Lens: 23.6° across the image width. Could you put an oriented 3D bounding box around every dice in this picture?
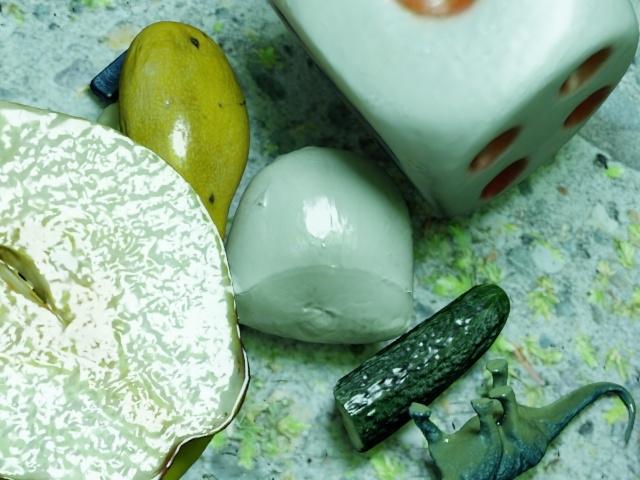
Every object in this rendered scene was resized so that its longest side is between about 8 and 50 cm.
[{"bbox_3d":[0.127,-0.223,1.523,0.277,0.304,0.304,-41,75,0],"label":"dice"}]

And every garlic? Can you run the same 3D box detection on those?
[{"bbox_3d":[-0.204,-0.106,1.560,0.041,0.053,0.083,-20,75,22],"label":"garlic"}]

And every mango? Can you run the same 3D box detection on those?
[{"bbox_3d":[-0.130,-0.107,1.516,0.109,0.157,0.262,-23,59,17],"label":"mango"}]

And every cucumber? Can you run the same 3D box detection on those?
[{"bbox_3d":[0.106,0.121,1.543,0.241,0.074,0.074,-34,81,-28],"label":"cucumber"}]

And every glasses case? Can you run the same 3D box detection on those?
[{"bbox_3d":[-0.205,-0.173,1.597,0.033,0.023,0.083,31,58,20],"label":"glasses case"}]

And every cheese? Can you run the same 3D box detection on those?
[{"bbox_3d":[0.000,0.000,1.516,0.198,0.154,0.189,11,60,-12],"label":"cheese"}]

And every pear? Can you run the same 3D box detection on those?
[{"bbox_3d":[-0.258,0.075,1.378,0.340,0.191,0.386,-36,84,-27],"label":"pear"}]

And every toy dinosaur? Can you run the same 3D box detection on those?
[{"bbox_3d":[0.175,0.200,1.526,0.363,0.076,0.147,-30,116,-29],"label":"toy dinosaur"}]
